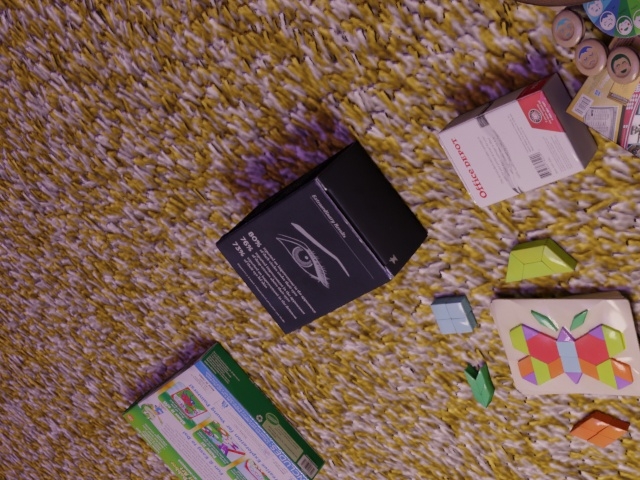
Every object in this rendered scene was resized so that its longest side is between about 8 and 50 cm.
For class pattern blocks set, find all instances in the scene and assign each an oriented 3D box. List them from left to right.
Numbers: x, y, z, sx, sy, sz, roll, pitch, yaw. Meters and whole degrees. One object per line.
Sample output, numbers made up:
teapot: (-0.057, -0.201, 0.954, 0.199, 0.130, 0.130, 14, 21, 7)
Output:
pattern blocks set: (0.298, 0.127, 1.287, 0.325, 0.026, 0.285, -20, 107, 40)

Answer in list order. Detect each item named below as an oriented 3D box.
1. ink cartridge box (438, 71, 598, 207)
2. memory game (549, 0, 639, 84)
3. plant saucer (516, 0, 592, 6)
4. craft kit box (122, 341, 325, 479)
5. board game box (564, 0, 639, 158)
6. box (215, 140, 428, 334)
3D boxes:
ink cartridge box: (0.210, -0.106, 1.165, 0.135, 0.056, 0.099, -20, 107, 39)
memory game: (0.281, -0.238, 1.014, 0.186, 0.012, 0.186, 22, 119, 45)
plant saucer: (0.192, -0.360, 0.977, 0.311, 0.050, 0.310, 20, 123, 33)
craft kit box: (-0.154, 0.306, 1.679, 0.250, 0.061, 0.247, 49, 130, -5)
board game box: (0.364, -0.176, 1.029, 0.165, 0.042, 0.243, 35, 132, 8)
box: (0.000, 0.000, 1.336, 0.207, 0.108, 0.153, -29, 101, 41)
